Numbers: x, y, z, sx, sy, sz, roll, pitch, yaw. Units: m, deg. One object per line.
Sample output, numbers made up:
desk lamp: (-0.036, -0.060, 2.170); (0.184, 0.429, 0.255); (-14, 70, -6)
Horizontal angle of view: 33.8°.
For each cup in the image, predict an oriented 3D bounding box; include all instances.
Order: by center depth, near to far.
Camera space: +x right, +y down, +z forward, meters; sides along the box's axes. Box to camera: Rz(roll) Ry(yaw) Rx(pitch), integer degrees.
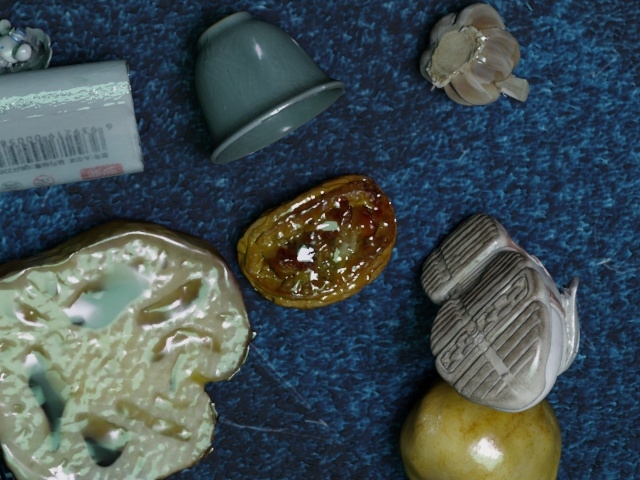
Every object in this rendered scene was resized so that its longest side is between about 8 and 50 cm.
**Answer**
cup: (-0.089, -0.209, 1.346); (0.199, 0.199, 0.150); (-30, 87, -2)

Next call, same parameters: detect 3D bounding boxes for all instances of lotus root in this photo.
lotus root: (-0.280, 0.152, 1.384); (0.375, 0.111, 0.390); (32, 90, -24)

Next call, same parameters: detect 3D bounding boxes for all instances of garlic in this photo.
garlic: (0.223, -0.242, 1.420); (0.194, 0.127, 0.131); (11, 121, -38)

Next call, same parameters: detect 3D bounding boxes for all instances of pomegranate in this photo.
pomegranate: (0.223, 0.281, 1.474); (0.233, 0.233, 0.233); (-2, 103, -9)

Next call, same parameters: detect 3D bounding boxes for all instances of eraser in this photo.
eraser: (-0.343, -0.141, 1.324); (0.227, 0.081, 0.174); (-8, 137, -8)

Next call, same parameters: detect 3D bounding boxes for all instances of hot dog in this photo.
hot dog: (0.001, 0.001, 1.436); (0.227, 0.099, 0.160); (-33, 106, -4)

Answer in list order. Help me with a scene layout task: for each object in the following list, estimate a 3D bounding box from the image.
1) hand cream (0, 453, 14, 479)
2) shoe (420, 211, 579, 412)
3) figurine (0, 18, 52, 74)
hand cream: (-0.412, 0.246, 1.442); (0.120, 0.061, 0.271); (-13, 109, -5)
shoe: (0.264, 0.111, 1.381); (0.198, 0.351, 0.172); (38, 114, -22)
figurine: (-0.387, -0.238, 1.326); (0.086, 0.082, 0.094); (-29, 63, 26)
